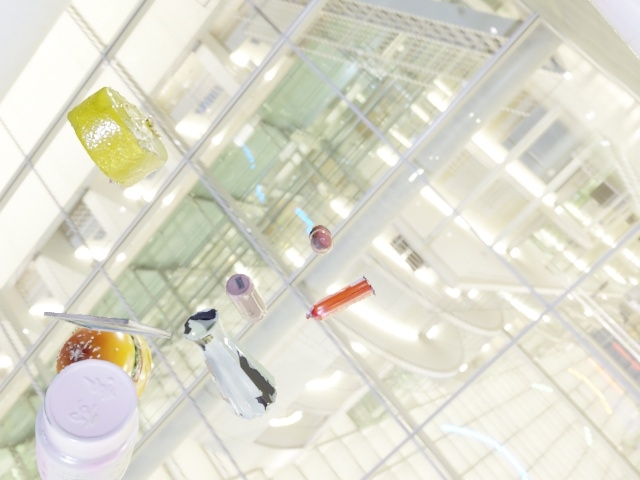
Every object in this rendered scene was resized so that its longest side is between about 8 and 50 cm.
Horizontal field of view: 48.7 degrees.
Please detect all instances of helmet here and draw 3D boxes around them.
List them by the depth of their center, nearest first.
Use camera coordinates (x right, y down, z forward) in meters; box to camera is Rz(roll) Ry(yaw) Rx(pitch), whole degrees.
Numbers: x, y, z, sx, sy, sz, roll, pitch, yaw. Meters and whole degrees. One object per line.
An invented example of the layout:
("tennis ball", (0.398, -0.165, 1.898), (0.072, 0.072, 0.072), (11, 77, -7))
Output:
("helmet", (-0.001, -0.001, 1.903), (0.049, 0.065, 0.084), (3, -110, -85))

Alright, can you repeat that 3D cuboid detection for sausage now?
("sausage", (0.036, 0.122, 1.400), (0.050, 0.145, 0.048), (61, 169, 14))

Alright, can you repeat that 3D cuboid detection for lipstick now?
("lipstick", (0.521, -0.390, 1.181), (0.327, 0.087, 0.087), (52, -163, 4))

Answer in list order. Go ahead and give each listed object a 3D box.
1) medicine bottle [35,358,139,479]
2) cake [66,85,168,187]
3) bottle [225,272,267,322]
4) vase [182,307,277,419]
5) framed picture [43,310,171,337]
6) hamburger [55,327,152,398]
("medicine bottle", (-0.357, 0.293, 1.084), (0.152, 0.254, 0.152), (11, -126, -15))
("cake", (-0.466, -0.236, 1.654), (0.179, 0.156, 0.260), (54, -175, 9))
("bottle", (-0.138, 0.109, 1.326), (0.053, 0.053, 0.140), (51, 171, 26))
("vase", (-0.251, 0.352, 1.995), (0.165, 0.165, 0.360), (-112, -4, -55))
("framed picture", (-0.307, 0.121, 1.024), (0.149, 0.011, 0.109), (2, 163, 22))
("hamburger", (-0.556, 0.314, 1.768), (0.246, 0.246, 0.170), (54, -177, 33))
